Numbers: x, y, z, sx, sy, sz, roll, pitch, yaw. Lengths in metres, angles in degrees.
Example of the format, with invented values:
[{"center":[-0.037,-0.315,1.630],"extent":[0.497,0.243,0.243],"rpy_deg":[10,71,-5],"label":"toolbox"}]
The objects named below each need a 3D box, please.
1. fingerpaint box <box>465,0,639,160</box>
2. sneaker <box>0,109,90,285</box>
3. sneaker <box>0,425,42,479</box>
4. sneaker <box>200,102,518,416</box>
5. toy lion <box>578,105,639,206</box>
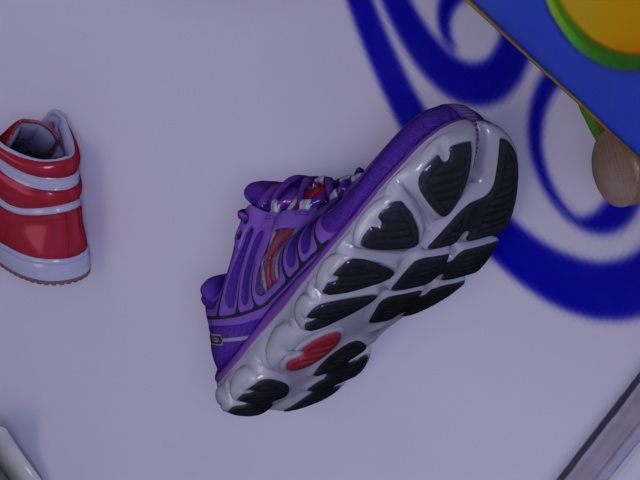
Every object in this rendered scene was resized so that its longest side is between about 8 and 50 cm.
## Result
[{"center":[0.248,-0.129,0.253],"extent":[0.371,0.163,0.445],"rpy_deg":[46,132,30],"label":"fingerpaint box"},{"center":[-0.142,-0.029,0.822],"extent":[0.118,0.042,0.067],"rpy_deg":[20,120,35],"label":"sneaker"},{"center":[-0.133,0.168,0.852],"extent":[0.086,0.064,0.192],"rpy_deg":[-49,61,50],"label":"sneaker"},{"center":[0.000,0.000,0.653],"extent":[0.170,0.068,0.071],"rpy_deg":[-44,63,46],"label":"sneaker"},{"center":[0.094,-0.074,0.545],"extent":[0.096,0.034,0.100],"rpy_deg":[66,151,30],"label":"toy lion"}]
